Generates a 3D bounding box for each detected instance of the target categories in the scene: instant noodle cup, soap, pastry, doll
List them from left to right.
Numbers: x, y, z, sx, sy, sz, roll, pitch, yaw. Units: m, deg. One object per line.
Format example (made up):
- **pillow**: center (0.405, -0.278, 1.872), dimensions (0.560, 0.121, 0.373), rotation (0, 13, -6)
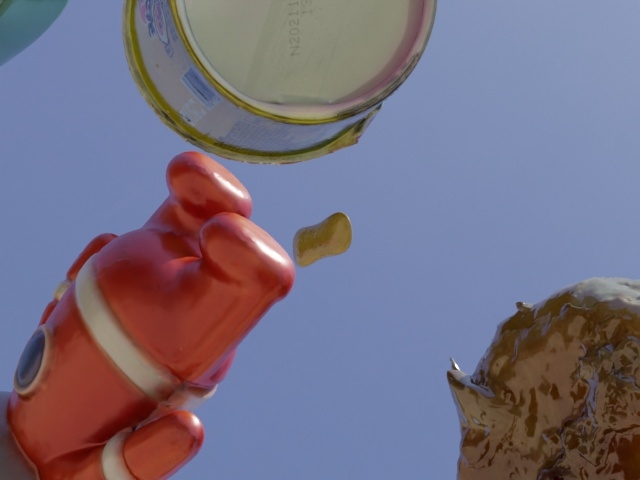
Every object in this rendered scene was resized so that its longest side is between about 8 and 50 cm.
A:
- **doll**: center (-0.153, 0.101, 0.574), dimensions (0.336, 0.200, 0.105), rotation (-47, -55, 9)
- **instant noodle cup**: center (-0.030, -0.192, 0.886), dimensions (0.264, 0.200, 0.264), rotation (0, -88, -11)
- **soap**: center (0.000, 0.000, 0.864), dimensions (0.089, 0.012, 0.034), rotation (-23, -110, 57)
- **pastry**: center (0.175, 0.140, 0.644), dimensions (0.257, 0.121, 0.236), rotation (7, -91, 57)

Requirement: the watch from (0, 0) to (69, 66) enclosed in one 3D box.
- **watch**: center (-0.230, -0.182, 0.559), dimensions (0.237, 0.068, 0.195), rotation (34, -68, 17)
